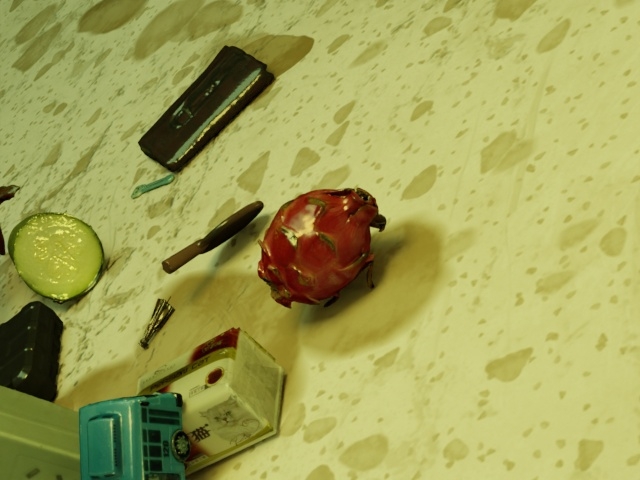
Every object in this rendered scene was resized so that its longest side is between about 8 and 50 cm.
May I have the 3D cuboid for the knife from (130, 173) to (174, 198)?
[{"bbox_3d":[-0.265,-0.088,2.269,0.096,0.010,0.027,-17,37,39],"label":"knife"}]

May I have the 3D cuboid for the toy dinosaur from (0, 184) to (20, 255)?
[{"bbox_3d":[-0.542,0.009,2.309,0.206,0.113,0.327,-52,12,-25],"label":"toy dinosaur"}]

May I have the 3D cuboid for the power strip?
[{"bbox_3d":[-0.365,0.279,1.647,0.141,0.230,0.261,-82,12,-58],"label":"power strip"}]

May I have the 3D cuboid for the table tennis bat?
[{"bbox_3d":[-0.110,0.036,1.901,0.170,0.119,0.107,-34,-7,-33],"label":"table tennis bat"}]

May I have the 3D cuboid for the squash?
[{"bbox_3d":[-0.442,0.002,2.250,0.137,0.137,0.287,-48,27,-10],"label":"squash"}]

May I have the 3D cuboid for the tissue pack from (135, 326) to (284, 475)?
[{"bbox_3d":[-0.128,0.182,1.616,0.149,0.099,0.106,-29,31,24],"label":"tissue pack"}]

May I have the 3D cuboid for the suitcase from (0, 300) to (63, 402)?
[{"bbox_3d":[-0.495,0.225,2.072,0.286,0.066,0.206,-35,29,15],"label":"suitcase"}]

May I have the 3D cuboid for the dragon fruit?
[{"bbox_3d":[0.000,0.000,1.664,0.166,0.136,0.133,-48,37,22],"label":"dragon fruit"}]

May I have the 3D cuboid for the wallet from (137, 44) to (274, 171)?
[{"bbox_3d":[-0.190,-0.211,2.308,0.229,0.049,0.182,-47,31,-4],"label":"wallet"}]

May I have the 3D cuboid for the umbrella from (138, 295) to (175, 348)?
[{"bbox_3d":[-0.219,0.107,1.922,0.020,0.031,0.083,21,65,25],"label":"umbrella"}]

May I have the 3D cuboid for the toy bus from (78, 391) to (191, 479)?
[{"bbox_3d":[-0.197,0.251,1.518,0.090,0.106,0.184,-12,75,30],"label":"toy bus"}]
